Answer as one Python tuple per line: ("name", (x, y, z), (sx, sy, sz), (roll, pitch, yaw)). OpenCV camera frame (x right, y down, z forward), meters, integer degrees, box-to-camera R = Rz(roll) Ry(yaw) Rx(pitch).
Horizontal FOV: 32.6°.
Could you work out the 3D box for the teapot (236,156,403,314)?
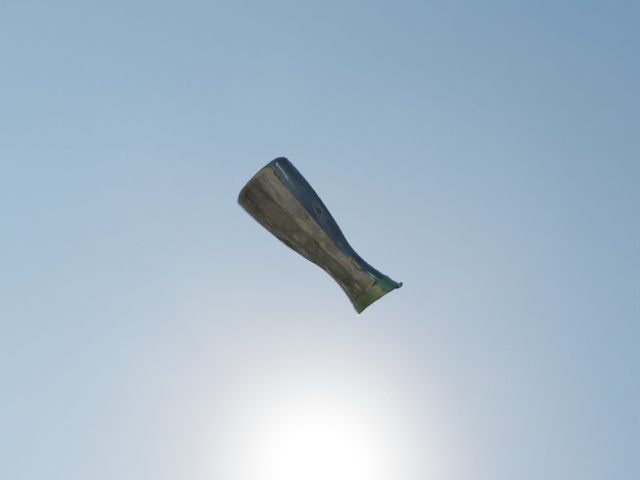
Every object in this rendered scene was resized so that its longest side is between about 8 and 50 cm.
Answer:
("teapot", (0.000, 0.000, 0.674), (0.111, 0.043, 0.043), (45, -49, 6))
